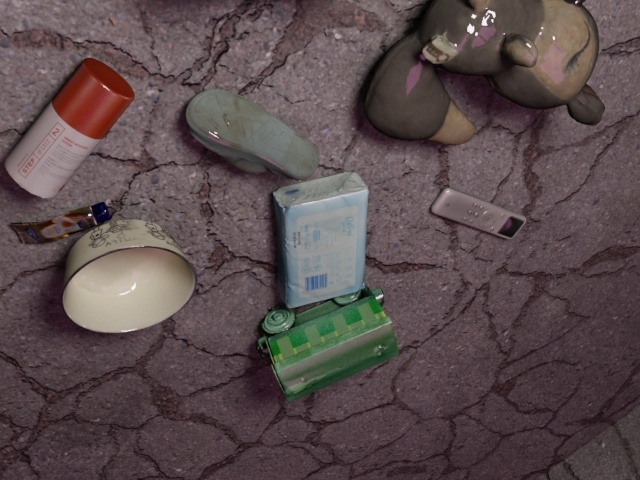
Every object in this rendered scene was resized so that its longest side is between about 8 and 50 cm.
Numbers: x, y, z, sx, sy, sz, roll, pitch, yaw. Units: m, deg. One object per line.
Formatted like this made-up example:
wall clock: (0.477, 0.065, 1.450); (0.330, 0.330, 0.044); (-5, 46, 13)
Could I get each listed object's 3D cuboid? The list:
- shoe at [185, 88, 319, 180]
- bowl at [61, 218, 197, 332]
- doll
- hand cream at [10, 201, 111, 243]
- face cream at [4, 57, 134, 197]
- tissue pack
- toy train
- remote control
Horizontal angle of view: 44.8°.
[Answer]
shoe: (-0.125, -0.172, 1.346); (0.251, 0.103, 0.100); (24, 160, -23)
bowl: (-0.351, 0.049, 1.389); (0.237, 0.126, 0.238); (-17, 143, -13)
doll: (0.295, -0.314, 1.361); (0.382, 0.252, 0.378); (21, 150, -33)
hand cream: (-0.449, -0.029, 1.352); (0.163, 0.039, 0.062); (-17, 149, -8)
face cream: (-0.390, -0.174, 1.210); (0.214, 0.096, 0.096); (-46, 132, 16)
tissue pack: (0.000, 0.000, 1.547); (0.177, 0.089, 0.263); (-14, 130, -15)
toy train: (0.014, 0.204, 1.652); (0.301, 0.202, 0.120); (-23, 130, -4)
remote control: (0.351, -0.054, 1.697); (0.261, 0.029, 0.067); (16, 121, -34)
